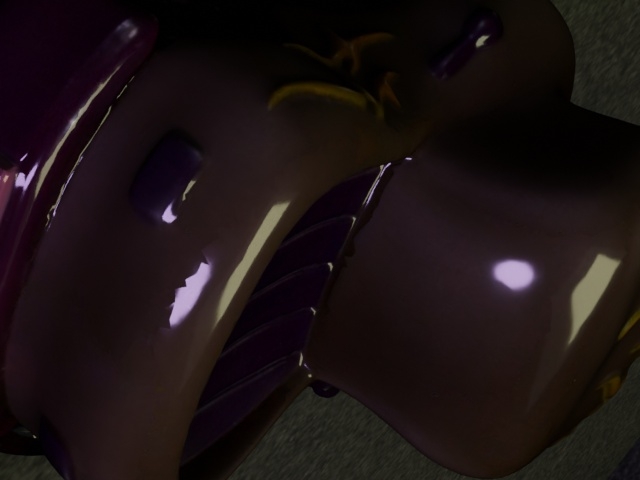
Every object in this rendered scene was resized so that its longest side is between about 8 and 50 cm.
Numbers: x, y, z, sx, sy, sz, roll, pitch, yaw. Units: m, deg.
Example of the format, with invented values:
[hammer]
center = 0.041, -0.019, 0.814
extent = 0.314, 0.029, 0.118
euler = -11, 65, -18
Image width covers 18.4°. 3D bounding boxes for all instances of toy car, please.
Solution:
[toy car]
center = 0.000, 0.000, 0.828
extent = 0.341, 0.240, 0.271
euler = -24, 144, -54
